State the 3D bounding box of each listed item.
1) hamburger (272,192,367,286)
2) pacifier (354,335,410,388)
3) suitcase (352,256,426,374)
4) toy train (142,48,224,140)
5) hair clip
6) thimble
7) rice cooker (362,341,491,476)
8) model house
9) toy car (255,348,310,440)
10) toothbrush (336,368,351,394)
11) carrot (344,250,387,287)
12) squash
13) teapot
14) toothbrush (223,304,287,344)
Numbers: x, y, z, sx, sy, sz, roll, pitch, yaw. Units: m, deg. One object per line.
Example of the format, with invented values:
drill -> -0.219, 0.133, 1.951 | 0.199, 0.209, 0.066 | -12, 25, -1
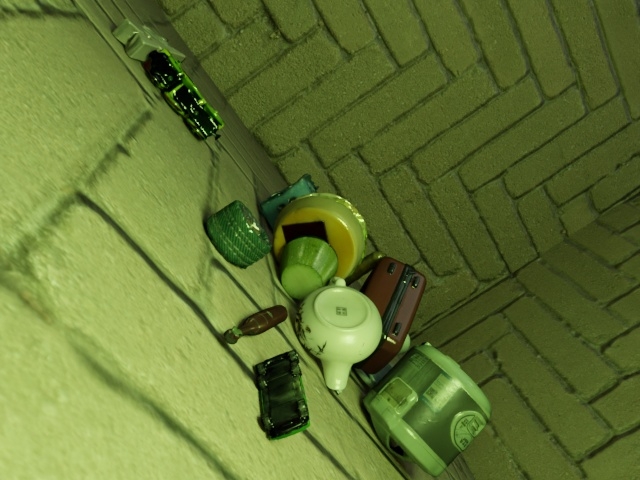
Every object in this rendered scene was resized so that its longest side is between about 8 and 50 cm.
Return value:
hamburger -> 0.000, 0.000, 1.505 | 0.300, 0.300, 0.176 | 55, 22, -13
pacifier -> 0.194, 0.350, 1.585 | 0.279, 0.207, 0.227 | 58, 17, 18
suitcase -> 0.171, 0.215, 1.452 | 0.161, 0.297, 0.236 | 28, -39, 3
toy train -> -0.401, -0.426, 1.499 | 0.296, 0.100, 0.160 | 53, -1, -21
hair clip -> -0.509, -0.578, 1.509 | 0.101, 0.085, 0.331 | 53, 12, -9
thimble -> -0.174, -0.014, 1.074 | 0.135, 0.090, 0.118 | 51, 8, -52
rice cooker -> 0.273, 0.446, 1.329 | 0.288, 0.277, 0.288 | 46, -10, 10
model house -> -0.050, -0.040, 1.783 | 0.303, 0.215, 0.237 | 63, 6, 13
toy car -> -0.054, 0.239, 0.773 | 0.165, 0.071, 0.063 | -113, -178, -64
toothbrush -> 0.060, 0.361, 1.311 | 0.024, 0.018, 0.257 | 60, 6, 7
carrot -> 0.094, 0.109, 1.613 | 0.070, 0.342, 0.070 | 24, 49, -30
squash -> -0.041, 0.084, 1.392 | 0.170, 0.170, 0.123 | 54, 25, -17
teapot -> 0.044, 0.198, 1.234 | 0.300, 0.208, 0.166 | -88, 176, -59
toothbrush -> -0.113, 0.151, 0.926 | 0.041, 0.041, 0.364 | 57, 5, 7
